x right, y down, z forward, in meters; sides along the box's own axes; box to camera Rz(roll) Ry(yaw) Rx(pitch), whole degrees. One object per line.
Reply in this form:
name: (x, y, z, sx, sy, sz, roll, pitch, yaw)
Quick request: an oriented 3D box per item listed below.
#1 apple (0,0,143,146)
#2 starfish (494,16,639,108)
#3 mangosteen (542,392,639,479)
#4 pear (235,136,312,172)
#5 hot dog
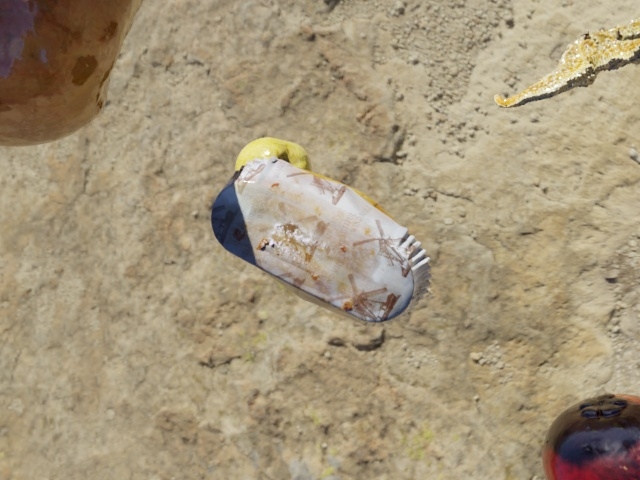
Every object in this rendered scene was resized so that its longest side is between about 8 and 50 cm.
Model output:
apple: (-0.321, -0.248, 0.747, 0.301, 0.301, 0.301, -1, 89, 37)
starfish: (0.465, -0.306, 1.104, 0.301, 0.293, 0.084, -29, 88, 47)
mangosteen: (0.441, 0.352, 1.018, 0.215, 0.215, 0.257, -11, 101, 36)
pear: (-0.096, -0.142, 1.482, 0.178, 0.178, 0.178, -1, 89, 37)
hot dog: (0.000, 0.000, 0.801, 0.268, 0.075, 0.144, 32, 106, 11)
